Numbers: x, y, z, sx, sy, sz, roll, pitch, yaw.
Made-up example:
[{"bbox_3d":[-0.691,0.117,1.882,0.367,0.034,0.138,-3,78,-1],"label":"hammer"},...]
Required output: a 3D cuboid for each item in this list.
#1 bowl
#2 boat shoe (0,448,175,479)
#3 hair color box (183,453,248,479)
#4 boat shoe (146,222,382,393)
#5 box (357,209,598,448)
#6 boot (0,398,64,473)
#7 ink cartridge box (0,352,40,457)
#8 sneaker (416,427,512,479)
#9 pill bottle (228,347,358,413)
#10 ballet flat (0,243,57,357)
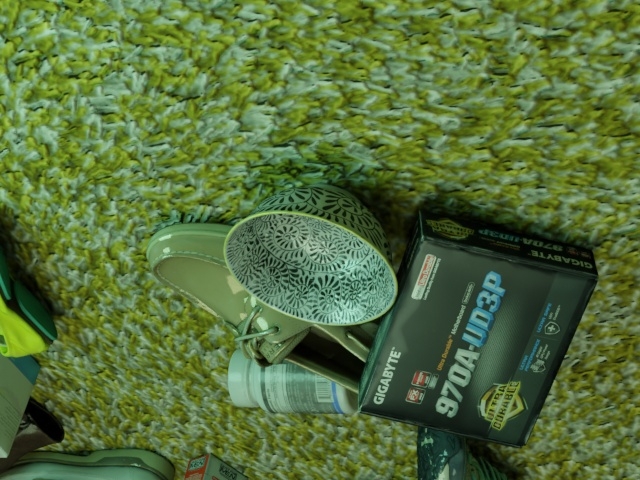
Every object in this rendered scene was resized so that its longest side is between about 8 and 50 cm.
[{"bbox_3d":[0.000,0.000,1.476,0.170,0.080,0.170,12,143,9],"label":"bowl"},{"bbox_3d":[-0.332,0.343,2.023,0.302,0.103,0.113,-14,135,33],"label":"boat shoe"},{"bbox_3d":[-0.142,0.345,1.930,0.043,0.141,0.072,-23,130,40],"label":"hair color box"},{"bbox_3d":[-0.040,0.076,1.576,0.302,0.098,0.109,24,143,-14],"label":"boat shoe"},{"bbox_3d":[0.148,0.089,1.498,0.175,0.051,0.220,14,122,-7],"label":"box"},{"bbox_3d":[-0.468,0.210,1.936,0.207,0.090,0.248,-27,127,26],"label":"boot"},{"bbox_3d":[-0.405,0.185,1.805,0.092,0.143,0.090,-5,140,24],"label":"ink cartridge box"},{"bbox_3d":[0.174,0.286,1.800,0.122,0.110,0.283,-3,149,4],"label":"sneaker"},{"bbox_3d":[-0.026,0.149,1.686,0.137,0.078,0.078,-1,141,21],"label":"pill bottle"},{"bbox_3d":[-0.356,0.056,1.667,0.077,0.077,0.231,-20,141,1],"label":"ballet flat"}]
